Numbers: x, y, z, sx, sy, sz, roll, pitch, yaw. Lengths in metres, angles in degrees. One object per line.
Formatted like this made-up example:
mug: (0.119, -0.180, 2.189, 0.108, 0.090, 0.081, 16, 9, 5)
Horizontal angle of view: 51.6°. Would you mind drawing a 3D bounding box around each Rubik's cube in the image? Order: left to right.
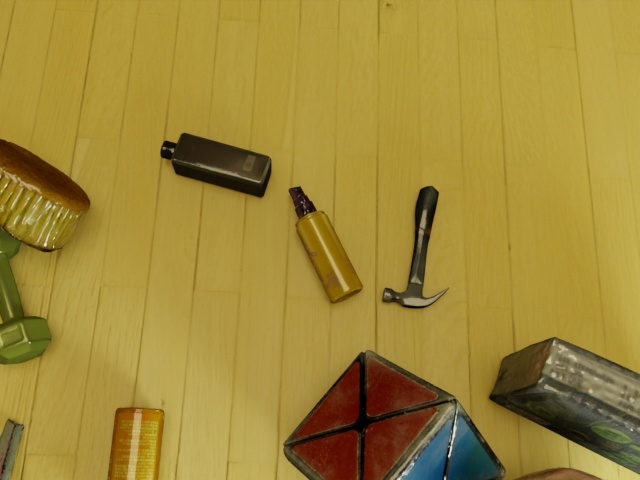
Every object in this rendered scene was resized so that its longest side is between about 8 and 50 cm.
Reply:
Rubik's cube: (0.129, 0.395, 1.187, 0.259, 0.255, 0.260, -44, 123, -16)

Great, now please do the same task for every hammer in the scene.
hammer: (0.230, 0.011, 1.472, 0.137, 0.037, 0.289, 12, 72, 1)

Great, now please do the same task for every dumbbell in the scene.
dumbbell: (-0.645, 0.100, 1.353, 0.121, 0.108, 0.302, -20, 74, -9)

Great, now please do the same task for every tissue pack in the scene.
tissue pack: (0.552, 0.334, 1.257, 0.394, 0.288, 0.124, 26, 72, 5)

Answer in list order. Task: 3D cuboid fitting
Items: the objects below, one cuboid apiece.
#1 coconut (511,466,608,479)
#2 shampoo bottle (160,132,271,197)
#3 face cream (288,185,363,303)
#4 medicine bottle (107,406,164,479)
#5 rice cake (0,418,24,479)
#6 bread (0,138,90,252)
coconut: (0.433, 0.591, 1.143, 0.405, 0.404, 0.404, 1, 72, -3)
shampoo bottle: (-0.236, -0.172, 1.481, 0.246, 0.079, 0.080, 16, 71, 2)
face cream: (0.000, 0.000, 1.440, 0.078, 0.078, 0.273, -23, 75, -10)
medicine bottle: (-0.357, 0.422, 1.274, 0.096, 0.096, 0.192, 3, 73, -3)
rice cake: (-0.599, 0.428, 1.244, 0.033, 0.033, 0.207, -9, 41, 1)
bread: (-0.609, -0.098, 1.356, 0.253, 0.227, 0.142, 39, 98, 5)
